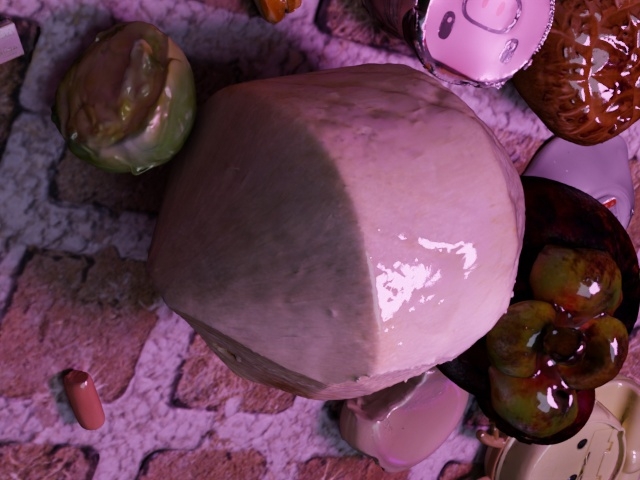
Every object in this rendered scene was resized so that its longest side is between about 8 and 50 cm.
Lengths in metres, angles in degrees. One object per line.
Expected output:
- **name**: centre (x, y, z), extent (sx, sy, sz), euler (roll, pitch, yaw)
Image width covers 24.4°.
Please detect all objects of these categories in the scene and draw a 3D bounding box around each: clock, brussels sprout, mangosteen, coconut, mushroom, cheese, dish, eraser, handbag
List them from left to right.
- **eraser**: centre (-0.336, -0.185, 1.452), extent (0.083, 0.019, 0.038), euler (-27, 130, -18)
- **brussels sprout**: centre (-0.184, -0.138, 1.505), extent (0.151, 0.149, 0.122), euler (-40, 151, 14)
- **coconut**: centre (0.000, 0.000, 1.565), extent (0.415, 0.344, 0.415), euler (-23, 170, -4)
- **cheese**: centre (0.149, 0.180, 1.969), extent (0.286, 0.082, 0.163), euler (-50, 134, -1)
- **handbag**: centre (0.154, -0.276, 1.663), extent (0.205, 0.116, 0.179), euler (15, 109, -40)
- **mangosteen**: centre (0.253, 0.067, 1.801), extent (0.311, 0.311, 0.311), euler (-17, 125, -25)
- **mangosteen**: centre (0.301, 0.190, 2.025), extent (0.172, 0.172, 0.184), euler (49, 61, -42)
- **clock**: centre (0.342, 0.320, 2.172), extent (0.308, 0.096, 0.235), euler (-3, 119, -31)
- **dish**: centre (0.352, -0.033, 1.971), extent (0.229, 0.081, 0.229), euler (-16, 125, -25)
- **mushroom**: centre (0.334, -0.235, 1.795), extent (0.253, 0.153, 0.253), euler (-18, 119, -34)

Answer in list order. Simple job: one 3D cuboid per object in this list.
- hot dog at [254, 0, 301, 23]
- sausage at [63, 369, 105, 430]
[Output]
- **hot dog**: centre (-0.056, -0.286, 1.571), extent (0.056, 0.041, 0.133), euler (-35, 139, -11)
- **sausage**: centre (-0.273, 0.185, 1.713), extent (0.034, 0.034, 0.083), euler (-27, 130, -18)
